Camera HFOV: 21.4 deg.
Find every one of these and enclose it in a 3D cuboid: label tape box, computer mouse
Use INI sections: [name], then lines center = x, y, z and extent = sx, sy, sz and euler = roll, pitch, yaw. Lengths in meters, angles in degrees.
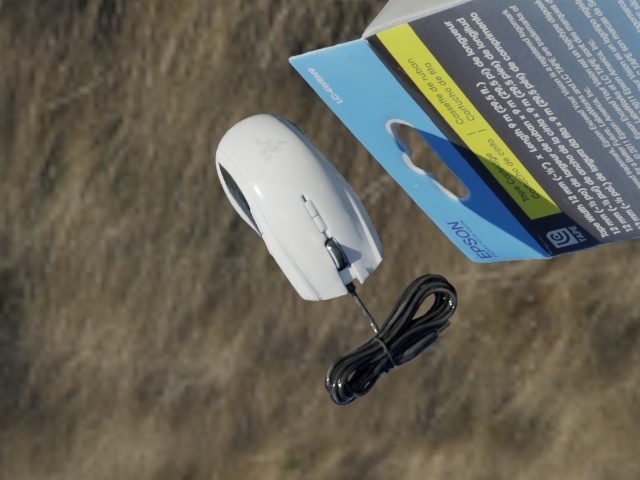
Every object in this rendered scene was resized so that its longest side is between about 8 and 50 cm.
[label tape box]
center = 0.192, -0.120, 1.144
extent = 0.347, 0.115, 0.249
euler = -13, 133, 40
[computer mouse]
center = 0.000, 0.000, 1.077
extent = 0.106, 0.193, 0.042
euler = -34, 172, -11
